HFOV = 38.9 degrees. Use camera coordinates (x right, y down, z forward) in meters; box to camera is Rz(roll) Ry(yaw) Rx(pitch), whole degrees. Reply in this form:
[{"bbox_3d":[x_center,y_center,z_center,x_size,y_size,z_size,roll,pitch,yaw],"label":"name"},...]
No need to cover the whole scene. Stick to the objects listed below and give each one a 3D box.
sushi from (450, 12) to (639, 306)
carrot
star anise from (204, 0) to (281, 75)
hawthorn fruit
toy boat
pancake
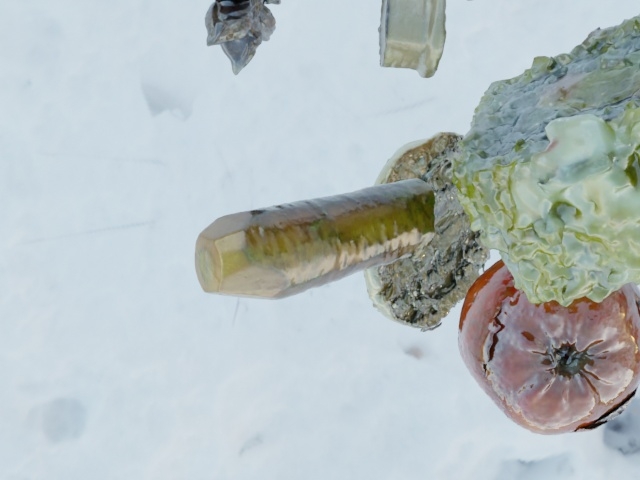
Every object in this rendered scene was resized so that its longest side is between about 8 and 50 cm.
[{"bbox_3d":[0.357,-0.096,1.014,0.396,0.351,0.240,-18,113,37],"label":"sushi"},{"bbox_3d":[0.000,0.000,1.092,0.301,0.114,0.114,-13,112,-27],"label":"carrot"},{"bbox_3d":[-0.116,-0.348,1.317,0.073,0.197,0.212,17,144,22],"label":"star anise"},{"bbox_3d":[0.322,0.133,1.347,0.275,0.307,0.276,-2,100,-13],"label":"hawthorn fruit"},{"bbox_3d":[0.094,-0.238,0.950,0.061,0.188,0.116,5,121,-1],"label":"toy boat"},{"bbox_3d":[0.208,-0.014,1.649,0.382,0.071,0.383,-21,120,-41],"label":"pancake"}]
